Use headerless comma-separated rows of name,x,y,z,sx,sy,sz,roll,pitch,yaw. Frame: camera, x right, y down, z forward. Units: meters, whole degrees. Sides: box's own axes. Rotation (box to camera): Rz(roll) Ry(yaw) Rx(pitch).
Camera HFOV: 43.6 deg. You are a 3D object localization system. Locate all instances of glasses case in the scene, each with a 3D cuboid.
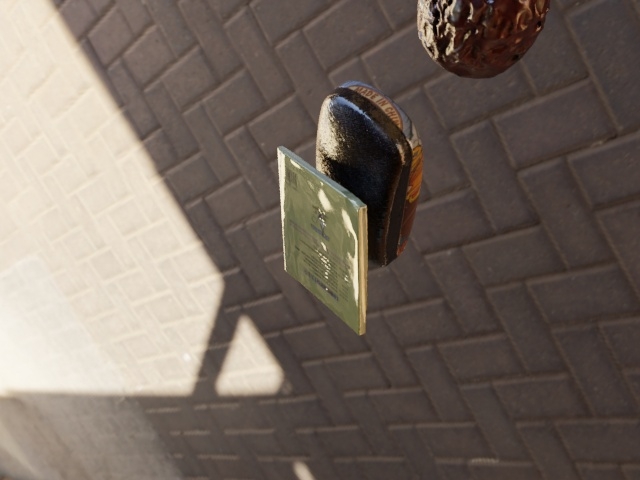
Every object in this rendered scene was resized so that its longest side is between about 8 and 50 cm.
glasses case,0.056,-0.068,0.968,0.122,0.082,0.321,39,159,18

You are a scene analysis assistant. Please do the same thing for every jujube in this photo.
jujube,0.325,-0.469,1.615,0.258,0.258,0.376,50,177,3

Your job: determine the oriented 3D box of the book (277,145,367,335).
book,0.000,0.000,0.973,0.168,0.013,0.192,38,141,42
